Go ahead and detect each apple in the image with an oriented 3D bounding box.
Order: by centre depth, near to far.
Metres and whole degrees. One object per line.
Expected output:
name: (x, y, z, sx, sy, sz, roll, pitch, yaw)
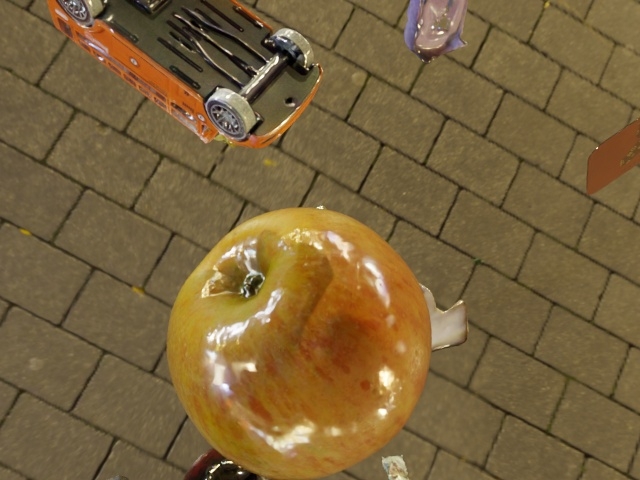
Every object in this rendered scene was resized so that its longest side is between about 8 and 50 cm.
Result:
apple: (-0.039, 0.135, 1.034, 0.400, 0.400, 0.334, -41, 109, -14)

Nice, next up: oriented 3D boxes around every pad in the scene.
pad: (0.579, -0.187, 1.239, 0.267, 0.181, 0.004, -35, 61, 2)

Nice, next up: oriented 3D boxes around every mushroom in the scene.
mushroom: (0.168, 0.152, 1.436, 0.236, 0.173, 0.162, -14, 93, -1)

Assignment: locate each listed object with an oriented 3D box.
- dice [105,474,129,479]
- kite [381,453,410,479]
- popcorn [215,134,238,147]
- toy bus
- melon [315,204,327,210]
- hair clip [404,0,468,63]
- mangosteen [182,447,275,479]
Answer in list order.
dice: (-0.252, 0.441, 0.940, 0.182, 0.181, 0.183, 23, 65, 28)
kite: (0.113, 0.284, 0.586, 0.322, 0.268, 0.013, -5, 126, -23)
popcorn: (-0.226, -0.314, 1.784, 0.126, 0.126, 0.145, 33, 105, 0)
toy bus: (-0.164, -0.231, 0.849, 0.329, 0.153, 0.143, 36, 64, 2)
melon: (0.000, 0.000, 1.679, 0.128, 0.160, 0.079, -9, 51, 25)
hair clip: (0.074, -0.232, 0.387, 0.137, 0.278, 0.090, -18, 60, -22)
mangosteen: (-0.179, 0.577, 1.502, 0.306, 0.346, 0.307, 17, 66, -42)
